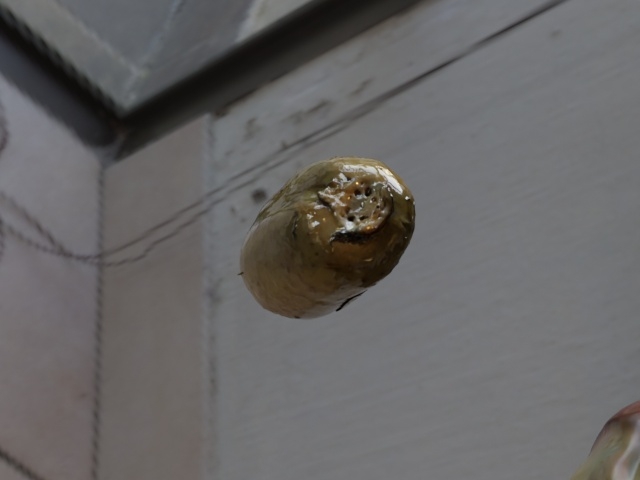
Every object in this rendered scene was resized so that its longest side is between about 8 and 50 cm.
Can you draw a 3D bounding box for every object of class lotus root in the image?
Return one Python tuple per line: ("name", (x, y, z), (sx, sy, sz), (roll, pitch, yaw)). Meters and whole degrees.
("lotus root", (0.000, 0.000, 1.717), (0.160, 0.284, 0.146), (-37, 88, -24))

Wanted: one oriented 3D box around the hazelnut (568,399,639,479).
("hazelnut", (0.308, 0.225, 1.207), (0.241, 0.261, 0.261), (44, 45, -44))
